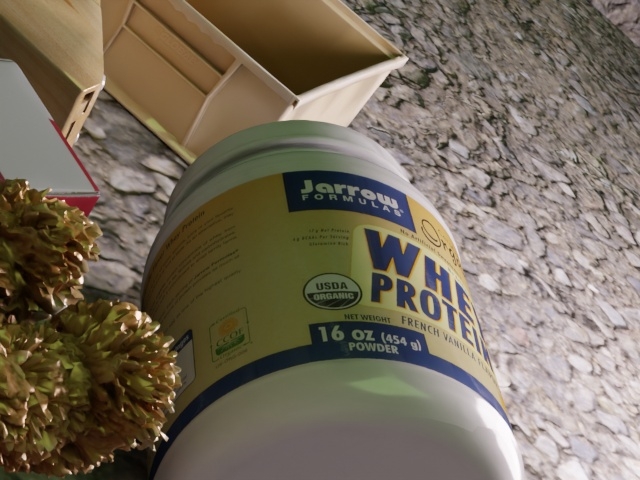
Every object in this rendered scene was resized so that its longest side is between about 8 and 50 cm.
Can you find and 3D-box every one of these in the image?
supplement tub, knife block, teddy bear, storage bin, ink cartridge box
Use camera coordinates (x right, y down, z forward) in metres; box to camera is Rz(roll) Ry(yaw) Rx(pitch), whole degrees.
[{"bbox_3d":[-0.004,0.082,1.019,0.228,0.228,0.316,24,30,-24],"label":"supplement tub"},{"bbox_3d":[-0.307,-0.209,1.264,0.242,0.088,0.275,12,44,-23],"label":"knife block"},{"bbox_3d":[-0.220,0.055,0.662,0.338,0.113,0.245,0,55,-28],"label":"teddy bear"},{"bbox_3d":[-0.092,-0.194,1.467,0.260,0.123,0.262,42,27,9],"label":"storage bin"},{"bbox_3d":[-0.228,-0.009,0.955,0.072,0.175,0.127,-1,45,-47],"label":"ink cartridge box"}]
